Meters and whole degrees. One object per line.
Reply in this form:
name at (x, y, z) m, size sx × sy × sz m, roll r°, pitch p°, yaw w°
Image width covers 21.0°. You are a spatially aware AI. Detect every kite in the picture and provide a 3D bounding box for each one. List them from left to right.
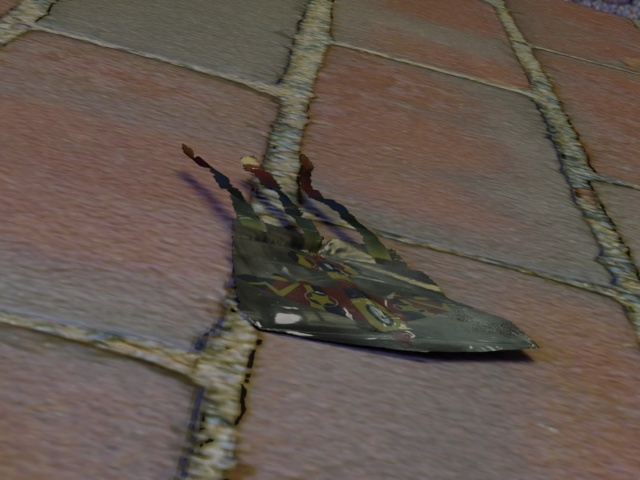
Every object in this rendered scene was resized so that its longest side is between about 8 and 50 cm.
kite at (0.000, 0.001, 0.835) m, size 0.141 × 0.015 × 0.245 m, roll 9°, pitch 20°, yaw -24°
